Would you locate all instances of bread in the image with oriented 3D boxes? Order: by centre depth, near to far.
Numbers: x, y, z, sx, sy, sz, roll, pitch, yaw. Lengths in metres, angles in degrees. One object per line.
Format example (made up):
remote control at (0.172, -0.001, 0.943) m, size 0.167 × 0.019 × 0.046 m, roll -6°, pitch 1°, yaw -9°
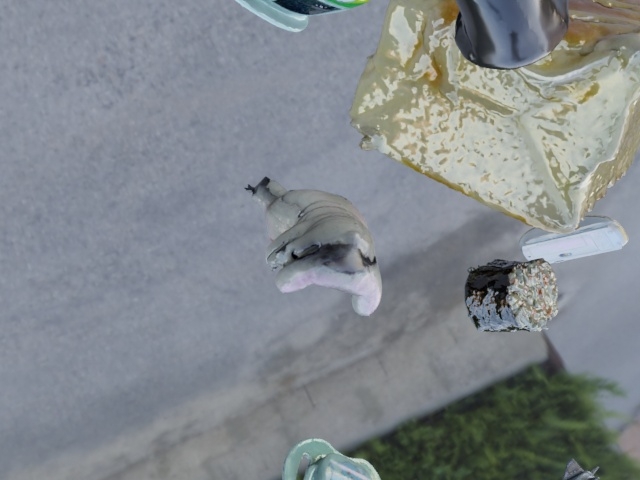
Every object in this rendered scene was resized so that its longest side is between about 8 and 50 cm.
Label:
bread at (0.286, -0.237, 1.247) m, size 0.371 × 0.390 × 0.279 m, roll -34°, pitch 143°, yaw -49°

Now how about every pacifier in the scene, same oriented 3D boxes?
pacifier at (0.006, 0.329, 1.119) m, size 0.150 × 0.127 × 0.116 m, roll 25°, pitch 136°, yaw -19°

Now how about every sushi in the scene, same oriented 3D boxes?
sushi at (0.236, 0.066, 1.052) m, size 0.078 × 0.091 × 0.150 m, roll -7°, pitch 178°, yaw 34°

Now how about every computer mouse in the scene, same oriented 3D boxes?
computer mouse at (0.475, -0.003, 1.646) m, size 0.199 × 0.045 × 0.102 m, roll -16°, pitch 138°, yaw 33°

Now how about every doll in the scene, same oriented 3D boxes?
doll at (0.000, 0.000, 0.927) m, size 0.149 × 0.192 × 0.095 m, roll 18°, pitch 108°, yaw -21°

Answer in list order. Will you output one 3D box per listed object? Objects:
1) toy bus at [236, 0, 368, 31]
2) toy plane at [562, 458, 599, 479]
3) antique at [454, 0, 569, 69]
toy bus at (-0.016, -0.312, 0.742) m, size 0.133 × 0.276 × 0.164 m, roll 24°, pitch 138°, yaw -34°
toy plane at (0.134, 0.164, 0.521) m, size 0.083 × 0.031 × 0.078 m, roll -46°, pitch 162°, yaw 9°
antique at (0.084, -0.295, 0.481) m, size 0.185 × 0.322 × 0.255 m, roll -22°, pitch 147°, yaw 15°
